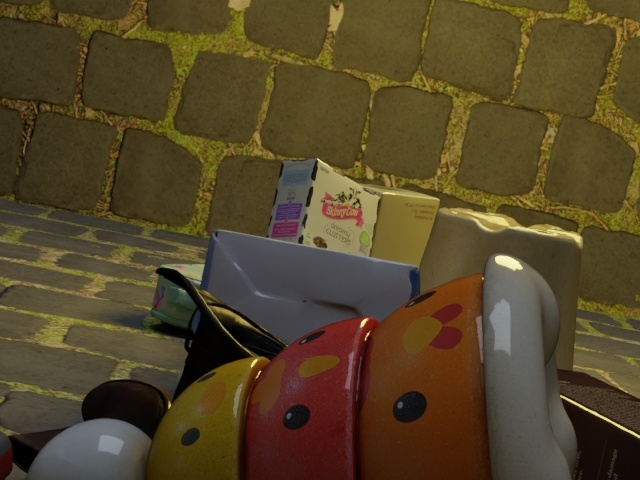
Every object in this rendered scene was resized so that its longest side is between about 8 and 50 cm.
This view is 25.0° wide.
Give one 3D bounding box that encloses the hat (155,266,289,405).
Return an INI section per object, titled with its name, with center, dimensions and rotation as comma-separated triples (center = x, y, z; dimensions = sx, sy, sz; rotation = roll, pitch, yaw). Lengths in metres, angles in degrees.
[hat]
center = -0.079, 0.159, 1.486
dimensions = 0.331, 0.134, 0.331
rotation = 38, -2, 1

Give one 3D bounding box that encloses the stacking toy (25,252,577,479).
[stacking toy]
center = -0.026, 0.206, 1.220
dimensions = 0.479, 0.351, 0.350
rotation = -7, 3, 10

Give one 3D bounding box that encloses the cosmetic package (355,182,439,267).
[cosmetic package]
center = 0.074, 0.069, 2.283
dimensions = 0.113, 0.309, 0.160
rotation = 15, 8, 40

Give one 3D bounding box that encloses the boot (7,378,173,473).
[boot]
center = -0.235, 0.200, 1.494
dimensions = 0.207, 0.090, 0.248
rotation = 8, 10, -43

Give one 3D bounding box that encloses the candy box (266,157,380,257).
[candy box]
center = 0.000, 0.000, 2.110
dimensions = 0.070, 0.196, 0.165
rotation = -3, -21, 39

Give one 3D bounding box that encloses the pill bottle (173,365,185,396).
[pill bottle]
center = -0.099, 0.199, 1.779
dimensions = 0.160, 0.087, 0.087
rotation = 15, 7, 31

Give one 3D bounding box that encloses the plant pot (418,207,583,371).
[plant pot]
center = 0.254, 0.118, 2.158
dimensions = 0.333, 0.306, 0.334
rotation = 11, 5, -1

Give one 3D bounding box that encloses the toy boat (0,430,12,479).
[toy boat]
center = -0.394, 0.157, 1.320
dimensions = 0.231, 0.151, 0.151
rotation = 11, 5, 1

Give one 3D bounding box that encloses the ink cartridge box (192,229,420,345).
[ink cartridge box]
center = -0.003, 0.130, 1.934
dimensions = 0.270, 0.151, 0.395
rotation = 10, -14, 7

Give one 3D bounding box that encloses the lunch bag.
[lunch bag]
center = -0.141, 0.115, 2.430
dimensions = 0.279, 0.108, 0.224
rotation = 13, 7, 21

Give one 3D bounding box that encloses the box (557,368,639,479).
[box]
center = 0.291, 0.261, 1.432
dimensions = 0.143, 0.191, 0.381
rotation = 8, 7, -26
